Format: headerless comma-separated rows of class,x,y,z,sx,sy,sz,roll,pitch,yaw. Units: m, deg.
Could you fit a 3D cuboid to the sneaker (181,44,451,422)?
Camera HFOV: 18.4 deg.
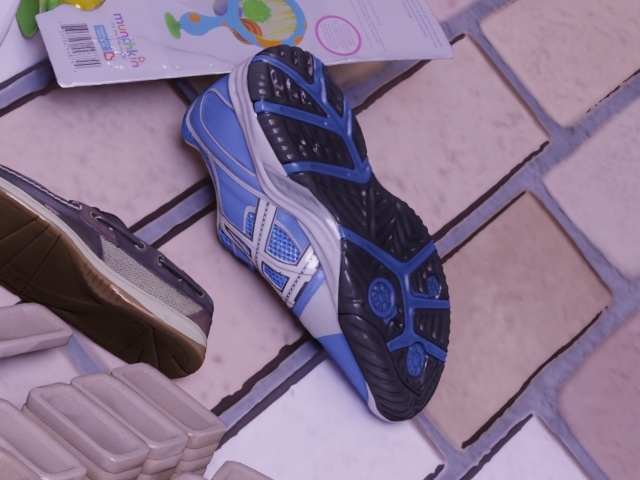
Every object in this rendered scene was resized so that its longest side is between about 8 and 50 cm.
sneaker,0.000,0.000,1.045,0.080,0.081,0.211,-35,103,-46

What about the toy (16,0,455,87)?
toy,-0.058,-0.134,1.092,0.237,0.056,0.137,-5,58,-31

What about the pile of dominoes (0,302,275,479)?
pile of dominoes,-0.131,0.105,0.835,0.196,0.040,0.251,35,23,26

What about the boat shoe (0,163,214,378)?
boat shoe,-0.116,0.009,0.967,0.152,0.056,0.049,41,40,-21

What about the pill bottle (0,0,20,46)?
pill bottle,-0.281,-0.166,0.875,0.283,0.161,0.161,14,55,-30
